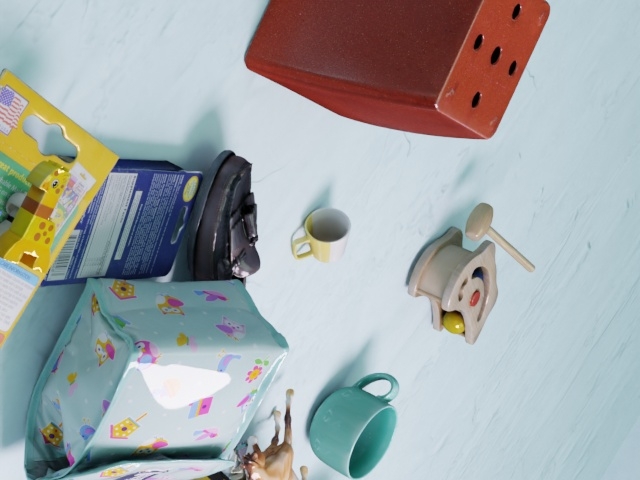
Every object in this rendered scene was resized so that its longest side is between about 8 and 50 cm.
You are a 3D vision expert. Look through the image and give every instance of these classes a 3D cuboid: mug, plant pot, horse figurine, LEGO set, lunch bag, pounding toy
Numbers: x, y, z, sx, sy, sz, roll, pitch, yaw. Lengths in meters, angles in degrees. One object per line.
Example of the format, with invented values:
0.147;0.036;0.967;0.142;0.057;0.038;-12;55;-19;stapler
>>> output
0.002;-0.003;1.833;0.064;0.078;0.062;90;5;-53;mug
0.114;-0.257;1.606;0.267;0.235;0.267;17;99;-60;plant pot
-0.058;0.344;1.927;0.174;0.066;0.263;-80;168;-50;horse figurine
-0.274;-0.039;1.145;0.093;0.087;0.227;-62;151;0;LEGO set
-0.193;0.181;1.504;0.223;0.160;0.262;4;124;-42;lunch bag
0.052;0.286;2.092;0.157;0.097;0.129;-42;144;-34;mug
0.246;0.078;2.172;0.154;0.154;0.270;-51;149;-29;pounding toy

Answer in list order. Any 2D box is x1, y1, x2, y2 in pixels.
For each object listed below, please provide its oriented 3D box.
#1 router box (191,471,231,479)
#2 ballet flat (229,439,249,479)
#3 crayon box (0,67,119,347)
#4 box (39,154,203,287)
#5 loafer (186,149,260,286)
-0.143;0.405;1.733;0.081;0.243;0.309;-25;148;5;router box
-0.113;0.333;1.936;0.041;0.041;0.114;-38;142;-37;ballet flat
-0.346;0.006;1.240;0.323;0.083;0.203;-59;150;-6;crayon box
-0.222;-0.021;1.460;0.225;0.036;0.136;-1;114;-59;box
-0.106;0.036;1.614;0.109;0.095;0.303;-48;156;-57;loafer
